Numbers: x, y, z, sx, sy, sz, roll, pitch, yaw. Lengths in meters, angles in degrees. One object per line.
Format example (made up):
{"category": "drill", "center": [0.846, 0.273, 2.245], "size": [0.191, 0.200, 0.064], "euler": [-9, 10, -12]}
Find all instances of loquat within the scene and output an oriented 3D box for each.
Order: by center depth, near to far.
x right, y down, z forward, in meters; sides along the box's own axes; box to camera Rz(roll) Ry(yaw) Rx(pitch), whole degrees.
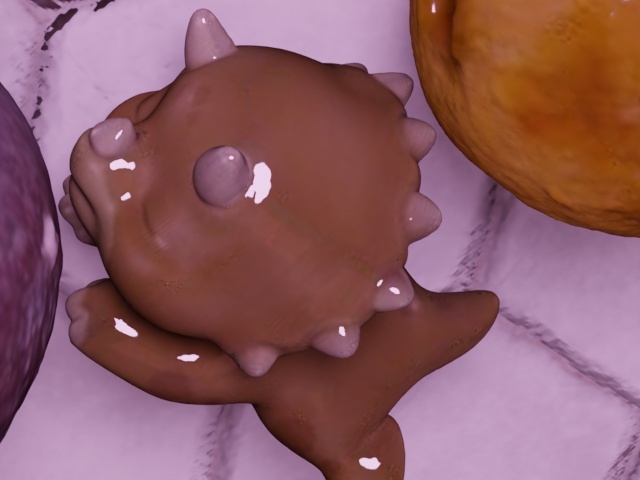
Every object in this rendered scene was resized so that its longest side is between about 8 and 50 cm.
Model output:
{"category": "loquat", "center": [0.155, -0.107, 0.880], "size": [0.238, 0.193, 0.238], "euler": [-14, 118, -26]}

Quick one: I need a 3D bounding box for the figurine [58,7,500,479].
{"category": "figurine", "center": [-0.003, 0.001, 0.923], "size": [0.247, 0.177, 0.173], "euler": [39, 125, -18]}

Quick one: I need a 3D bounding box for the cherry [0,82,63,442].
{"category": "cherry", "center": [-0.208, 0.008, 0.861], "size": [0.184, 0.266, 0.213], "euler": [-11, 140, 4]}
